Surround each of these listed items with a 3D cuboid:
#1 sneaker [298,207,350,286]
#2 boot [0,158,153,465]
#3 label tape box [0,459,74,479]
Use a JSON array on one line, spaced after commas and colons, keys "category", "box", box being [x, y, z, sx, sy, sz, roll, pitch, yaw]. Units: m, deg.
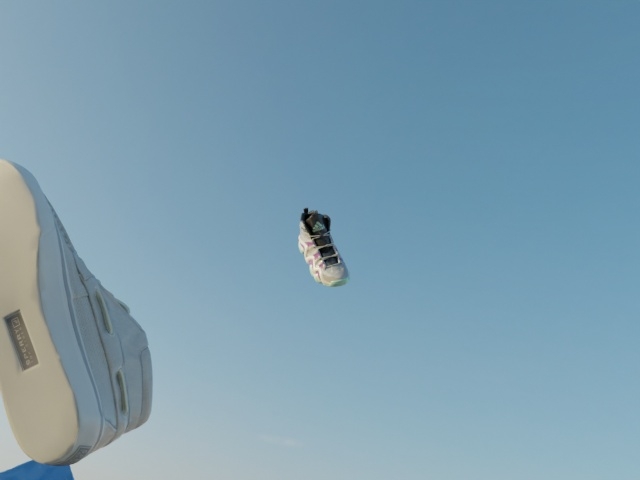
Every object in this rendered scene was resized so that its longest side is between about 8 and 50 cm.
[{"category": "sneaker", "box": [0.000, 0.000, 0.645, 0.038, 0.098, 0.069, -19, -51, -20]}, {"category": "boot", "box": [-0.228, 0.059, 0.544, 0.095, 0.258, 0.123, -19, -8, 14]}, {"category": "label tape box", "box": [-0.295, 0.398, 0.537, 0.249, 0.347, 0.115, -14, -8, -34]}]
